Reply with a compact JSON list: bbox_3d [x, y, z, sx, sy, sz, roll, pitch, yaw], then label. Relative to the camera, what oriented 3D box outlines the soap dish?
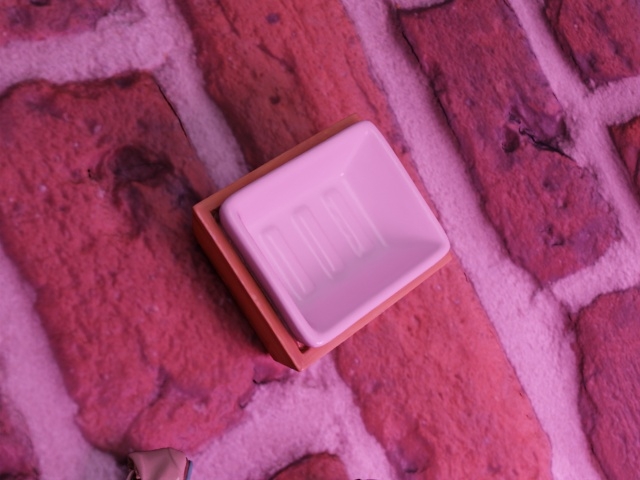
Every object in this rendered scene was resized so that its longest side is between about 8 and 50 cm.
[{"bbox_3d":[0.000,0.000,1.370,0.291,0.118,0.229,-33,90,-36],"label":"soap dish"}]

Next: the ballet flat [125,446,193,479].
[{"bbox_3d":[-0.192,0.332,1.147,0.086,0.086,0.248,21,55,-23],"label":"ballet flat"}]

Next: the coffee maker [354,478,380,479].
[{"bbox_3d":[0.069,0.391,1.274,0.171,0.120,0.178,55,51,-31],"label":"coffee maker"}]
